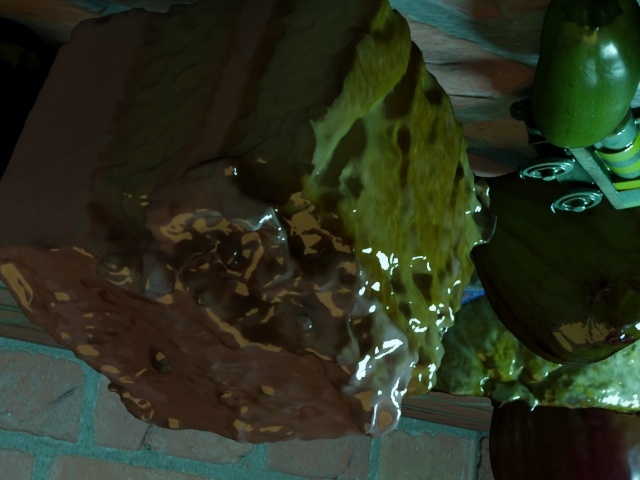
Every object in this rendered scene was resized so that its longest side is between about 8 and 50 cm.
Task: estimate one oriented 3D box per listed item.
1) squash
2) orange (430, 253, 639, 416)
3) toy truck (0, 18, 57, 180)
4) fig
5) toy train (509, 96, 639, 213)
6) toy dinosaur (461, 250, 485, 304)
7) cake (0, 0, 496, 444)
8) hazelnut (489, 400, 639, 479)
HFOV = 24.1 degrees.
[{"bbox_3d":[0.207,-0.136,1.156,0.082,0.082,0.292,5,167,6],"label":"squash"},{"bbox_3d":[0.257,0.104,1.948,0.368,0.210,0.271,4,-175,8],"label":"orange"},{"bbox_3d":[-0.326,-0.078,1.470,0.254,0.181,0.405,0,166,16],"label":"toy truck"},{"bbox_3d":[0.220,-0.022,1.562,0.321,0.217,0.217,38,162,-7],"label":"fig"},{"bbox_3d":[0.257,-0.087,1.389,0.132,0.083,0.200,-11,162,21],"label":"toy train"},{"bbox_3d":[0.242,0.036,1.782,0.188,0.248,0.075,24,-157,7],"label":"toy dinosaur"},{"bbox_3d":[-0.062,-0.019,1.208,0.307,0.293,0.314,-1,139,27],"label":"cake"},{"bbox_3d":[0.442,0.305,2.390,0.352,0.421,0.421,-7,166,6],"label":"hazelnut"}]
